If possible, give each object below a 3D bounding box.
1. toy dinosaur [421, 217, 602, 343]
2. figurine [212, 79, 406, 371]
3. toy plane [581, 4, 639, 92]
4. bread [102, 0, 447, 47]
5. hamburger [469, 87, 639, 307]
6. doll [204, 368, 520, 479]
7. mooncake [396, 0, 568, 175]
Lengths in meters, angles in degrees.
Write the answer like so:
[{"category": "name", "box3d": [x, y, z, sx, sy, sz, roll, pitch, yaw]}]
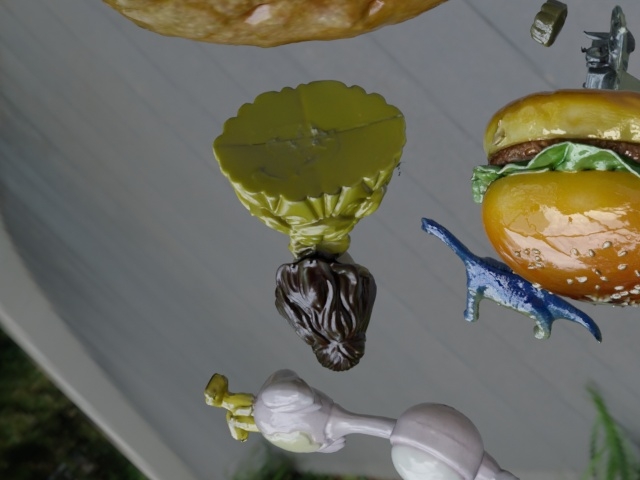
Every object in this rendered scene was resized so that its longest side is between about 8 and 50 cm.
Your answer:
[{"category": "toy dinosaur", "box3d": [0.255, 0.053, 1.743, 0.247, 0.075, 0.188, 19, 154, 25]}, {"category": "figurine", "box3d": [-0.001, -0.003, 1.444, 0.168, 0.187, 0.315, 45, 156, 33]}, {"category": "toy plane", "box3d": [0.381, -0.240, 1.765, 0.088, 0.262, 0.192, 2, 132, 0]}, {"category": "bread", "box3d": [-0.070, -0.224, 0.705, 0.179, 0.194, 0.340, -27, 146, 31]}, {"category": "hamburger", "box3d": [0.248, -0.029, 1.179, 0.246, 0.170, 0.246, 6, 171, 1]}, {"category": "doll", "box3d": [0.049, 0.215, 1.479, 0.365, 0.094, 0.160, 15, 154, 26]}, {"category": "mooncake", "box3d": [0.174, -0.174, 1.604, 0.057, 0.346, 0.150, 41, 145, 33]}]
